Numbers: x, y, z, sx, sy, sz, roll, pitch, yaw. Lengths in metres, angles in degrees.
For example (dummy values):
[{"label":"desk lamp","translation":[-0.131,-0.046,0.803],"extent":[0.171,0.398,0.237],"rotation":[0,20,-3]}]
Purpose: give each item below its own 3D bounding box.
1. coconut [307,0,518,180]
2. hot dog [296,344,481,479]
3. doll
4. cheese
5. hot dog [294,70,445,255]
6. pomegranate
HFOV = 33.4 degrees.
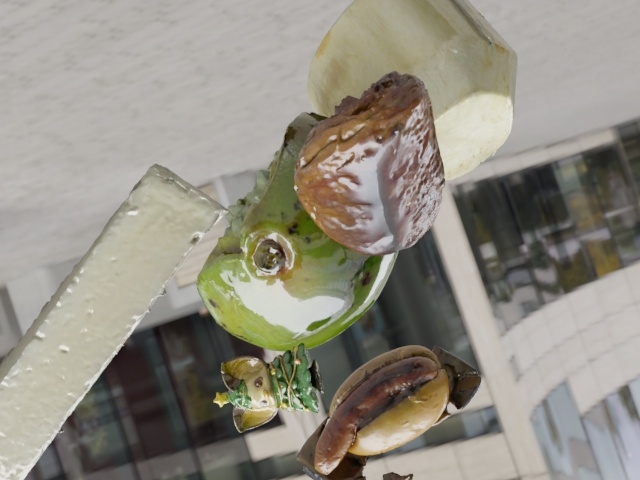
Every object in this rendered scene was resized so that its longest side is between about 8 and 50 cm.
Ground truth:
[{"label":"coconut","translation":[0.136,-0.246,1.592],"extent":[0.323,0.323,0.323],"rotation":[-19,178,-1]},{"label":"hot dog","translation":[0.105,0.287,1.787],"extent":[0.326,0.194,0.107],"rotation":[-47,143,-10]},{"label":"doll","translation":[-0.051,0.150,1.117],"extent":[0.113,0.078,0.076],"rotation":[-11,-171,18]},{"label":"cheese","translation":[-0.233,0.106,0.954],"extent":[0.400,0.085,0.034],"rotation":[-51,-153,9]},{"label":"hot dog","translation":[0.057,-0.075,1.043],"extent":[0.160,0.099,0.227],"rotation":[-40,154,-16]},{"label":"pomegranate","translation":[0.000,0.000,1.420],"extent":[0.310,0.216,0.358],"rotation":[-62,170,15]}]
